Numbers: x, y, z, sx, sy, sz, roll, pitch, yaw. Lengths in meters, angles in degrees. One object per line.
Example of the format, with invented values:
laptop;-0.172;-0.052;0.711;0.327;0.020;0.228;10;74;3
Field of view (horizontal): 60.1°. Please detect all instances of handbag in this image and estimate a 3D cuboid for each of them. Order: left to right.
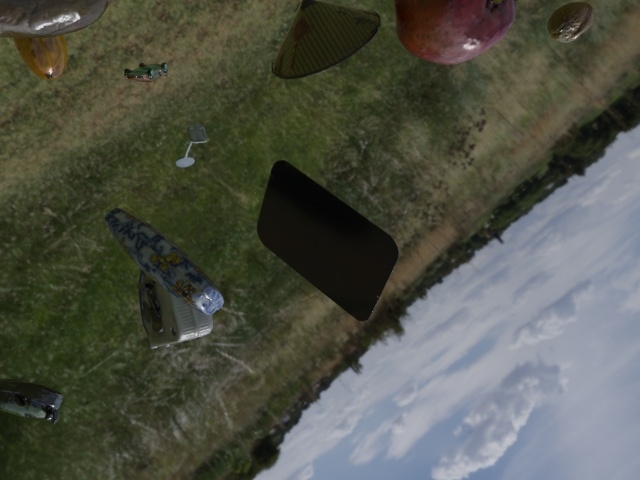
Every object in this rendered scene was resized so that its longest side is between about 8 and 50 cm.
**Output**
handbag;-0.429;0.227;0.798;0.072;0.111;0.047;108;-3;-62

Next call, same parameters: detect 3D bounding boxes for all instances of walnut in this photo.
walnut;0.690;-0.603;1.523;0.105;0.105;0.124;-35;-175;-37

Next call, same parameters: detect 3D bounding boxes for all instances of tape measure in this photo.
tape measure;-0.400;0.155;1.430;0.133;0.231;0.271;-12;172;-35

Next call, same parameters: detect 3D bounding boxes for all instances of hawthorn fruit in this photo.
hawthorn fruit;0.205;-0.350;0.807;0.179;0.179;0.200;-39;-153;-13

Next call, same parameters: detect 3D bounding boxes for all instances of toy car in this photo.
toy car;-0.358;-0.345;1.142;0.122;0.059;0.035;-72;163;-59

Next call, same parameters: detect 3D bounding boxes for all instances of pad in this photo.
pad;0.000;0.000;0.899;0.004;0.267;0.181;-27;147;-45

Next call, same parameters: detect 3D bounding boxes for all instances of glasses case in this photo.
glasses case;-0.249;0.029;0.866;0.065;0.248;0.087;-48;154;-12

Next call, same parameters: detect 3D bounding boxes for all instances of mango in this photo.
mango;-0.870;-0.664;1.682;0.144;0.359;0.187;-17;-175;-24

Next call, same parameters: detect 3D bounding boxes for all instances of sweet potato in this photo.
sweet potato;-0.613;-0.457;1.096;0.423;0.130;0.130;-23;164;-27

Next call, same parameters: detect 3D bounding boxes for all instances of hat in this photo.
hat;-0.007;-0.341;0.869;0.193;0.193;0.082;-39;127;-14

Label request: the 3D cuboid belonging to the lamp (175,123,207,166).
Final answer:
lamp;-0.334;-0.227;1.424;0.050;0.056;0.198;-8;162;-26
